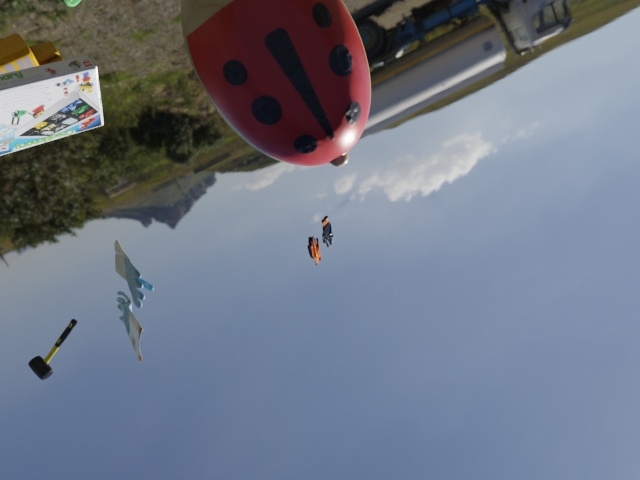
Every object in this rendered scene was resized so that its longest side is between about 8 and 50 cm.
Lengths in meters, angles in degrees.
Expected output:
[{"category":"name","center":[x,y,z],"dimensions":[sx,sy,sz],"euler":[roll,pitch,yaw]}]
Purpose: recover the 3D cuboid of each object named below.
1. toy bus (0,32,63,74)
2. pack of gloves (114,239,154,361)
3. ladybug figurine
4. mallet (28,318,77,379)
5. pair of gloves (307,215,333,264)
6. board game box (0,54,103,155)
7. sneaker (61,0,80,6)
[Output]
[{"category":"toy bus","center":[-0.904,-0.475,1.523],"dimensions":[0.333,0.108,0.130],"euler":[-33,154,-19]},{"category":"pack of gloves","center":[-0.411,0.126,1.204],"dimensions":[0.046,0.194,0.232],"euler":[-7,-158,-30]},{"category":"ladybug figurine","center":[-0.063,-0.320,0.972],"dimensions":[0.305,0.449,0.162],"euler":[-36,-157,2]},{"category":"mallet","center":[-0.703,0.276,1.423],"dimensions":[0.189,0.062,0.039],"euler":[-58,167,8]},{"category":"pair of gloves","center":[0.000,0.000,1.079],"dimensions":[0.010,0.074,0.083],"euler":[16,-126,28]},{"category":"board game box","center":[-0.678,-0.314,1.281],"dimensions":[0.305,0.053,0.193],"euler":[-27,157,-31]},{"category":"sneaker","center":[-0.691,-0.790,1.602],"dimensions":[0.296,0.123,0.109],"euler":[-30,173,34]}]
